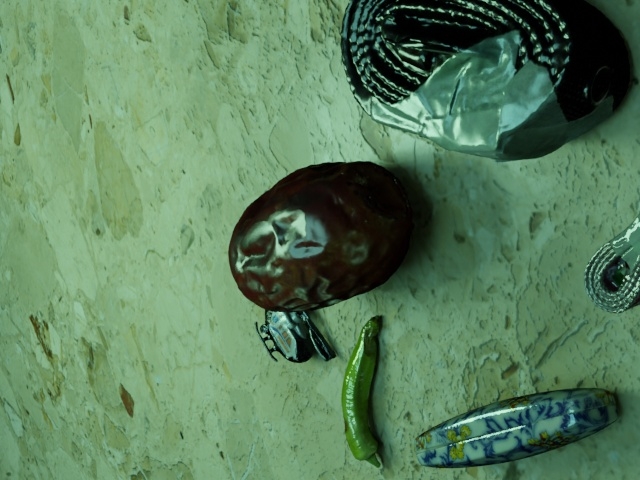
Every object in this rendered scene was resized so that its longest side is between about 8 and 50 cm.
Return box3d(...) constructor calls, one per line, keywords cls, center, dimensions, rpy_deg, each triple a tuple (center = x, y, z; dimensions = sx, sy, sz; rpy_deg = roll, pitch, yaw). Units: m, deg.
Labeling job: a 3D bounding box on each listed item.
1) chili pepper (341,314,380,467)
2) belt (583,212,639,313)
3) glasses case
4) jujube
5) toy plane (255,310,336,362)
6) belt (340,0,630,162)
box3d(cls="chili pepper", center=(0.050, 0.196, 1.235), dimensions=(0.049, 0.043, 0.208), rpy_deg=(17, 112, 58))
box3d(cls="belt", center=(0.321, -0.024, 0.873), dimensions=(0.071, 0.053, 0.232), rpy_deg=(52, 133, 27))
box3d(cls="glasses case", center=(0.204, 0.206, 1.034), dimensions=(0.248, 0.086, 0.065), rpy_deg=(-29, 66, 48))
box3d(cls="jujube", center=(0.000, 0.000, 1.135), dimensions=(0.243, 0.183, 0.183), rpy_deg=(-34, 74, 45))
box3d(cls="toy plane", center=(-0.054, 0.096, 1.321), dimensions=(0.078, 0.053, 0.197), rpy_deg=(-42, 69, 36))
box3d(cls="belt", center=(0.146, -0.183, 0.941), dimensions=(0.289, 0.164, 0.184), rpy_deg=(26, 110, 41))
